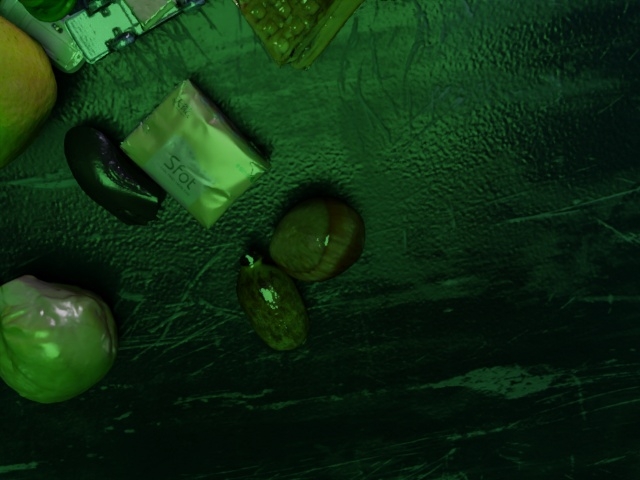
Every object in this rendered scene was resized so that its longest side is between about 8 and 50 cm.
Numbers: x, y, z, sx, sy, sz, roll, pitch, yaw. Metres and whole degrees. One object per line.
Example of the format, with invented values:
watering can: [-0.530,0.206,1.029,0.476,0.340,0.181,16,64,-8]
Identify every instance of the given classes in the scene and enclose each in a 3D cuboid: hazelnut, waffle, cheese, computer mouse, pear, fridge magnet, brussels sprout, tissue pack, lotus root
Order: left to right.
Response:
pear: [-0.690,-0.280,1.372,0.390,0.391,0.391,-1,111,-2]
fridge magnet: [-0.519,-0.516,1.374,0.208,0.088,0.208,9,105,34]
computer mouse: [-0.553,-0.424,1.484,0.199,0.045,0.102,37,98,-7]
brussels sprout: [-0.591,0.216,1.634,0.273,0.243,0.317,1,118,22]
cheese: [-0.403,-0.552,1.355,0.085,0.034,0.400,-38,76,6]
computer mouse: [-0.451,-0.119,1.564,0.264,0.088,0.147,42,133,-18]
tissue pack: [-0.257,-0.182,1.550,0.215,0.123,0.257,-43,99,15]
lotus root: [-0.112,0.133,1.662,0.145,0.128,0.260,-6,120,41]
waffle: [-0.012,-0.496,1.371,0.308,0.091,0.213,-45,68,30]
hazelnut: [0.000,0.000,1.606,0.214,0.176,0.214,-6,149,-4]

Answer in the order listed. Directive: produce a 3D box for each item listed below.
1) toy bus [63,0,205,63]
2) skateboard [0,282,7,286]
toy bus: [-0.327,-0.467,1.431,0.329,0.136,0.109,-27,110,7]
skateboard: [-0.785,0.145,1.688,0.080,0.067,0.151,37,109,-5]
